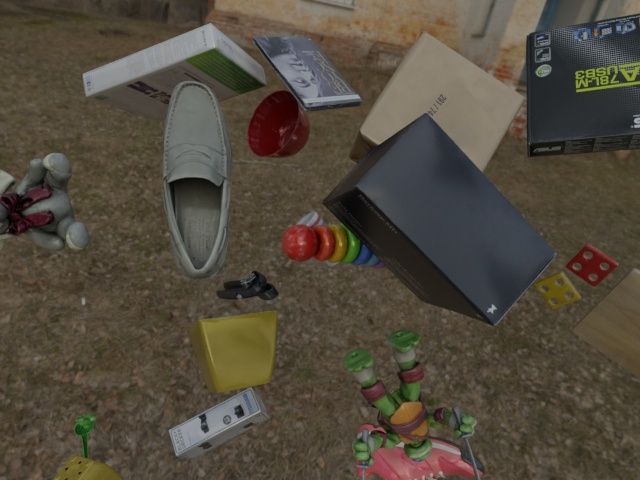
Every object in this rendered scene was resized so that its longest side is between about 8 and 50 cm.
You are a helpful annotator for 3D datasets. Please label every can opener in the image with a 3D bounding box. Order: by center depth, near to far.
[{"bbox_3d":[-0.170,0.107,0.930,0.186,0.073,0.059,-11,25,44],"label":"can opener"}]

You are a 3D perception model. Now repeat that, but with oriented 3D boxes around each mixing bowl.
[{"bbox_3d":[-0.094,-0.288,1.142,0.181,0.181,0.098,36,11,40],"label":"mixing bowl"}]

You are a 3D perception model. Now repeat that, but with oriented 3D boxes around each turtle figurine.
[{"bbox_3d":[0.153,0.312,0.742,0.198,0.266,0.275,-16,14,28],"label":"turtle figurine"}]

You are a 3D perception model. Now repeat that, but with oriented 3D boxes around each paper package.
[{"bbox_3d":[0.280,-0.281,1.081,0.310,0.324,0.168,33,-12,1],"label":"paper package"}]

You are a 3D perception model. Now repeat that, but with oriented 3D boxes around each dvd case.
[{"bbox_3d":[-0.027,-0.369,0.950,0.165,0.018,0.221,-19,67,-38],"label":"dvd case"}]

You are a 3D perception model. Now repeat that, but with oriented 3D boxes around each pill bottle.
[{"bbox_3d":[0.000,0.000,1.486,0.180,0.108,0.108,48,19,-18],"label":"pill bottle"}]

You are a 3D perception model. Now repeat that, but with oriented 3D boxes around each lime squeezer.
[{"bbox_3d":[-0.764,0.611,1.407,0.059,0.310,0.110,7,39,-27],"label":"lime squeezer"}]

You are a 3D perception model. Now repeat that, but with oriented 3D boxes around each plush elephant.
[{"bbox_3d":[-0.851,-0.086,1.222,0.255,0.271,0.330,-17,11,-43],"label":"plush elephant"}]

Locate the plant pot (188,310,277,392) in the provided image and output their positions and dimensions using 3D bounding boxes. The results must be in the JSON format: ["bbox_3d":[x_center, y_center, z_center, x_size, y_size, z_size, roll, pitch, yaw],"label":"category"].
[{"bbox_3d":[-0.237,0.313,1.205,0.212,0.212,0.187,-2,74,-25],"label":"plant pot"}]

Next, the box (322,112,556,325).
[{"bbox_3d":[0.206,-0.032,0.865,0.343,0.179,0.312,44,-6,-8],"label":"box"}]

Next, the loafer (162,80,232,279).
[{"bbox_3d":[-0.189,-0.098,0.678,0.112,0.319,0.111,-5,-3,-15],"label":"loafer"}]

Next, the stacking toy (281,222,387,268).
[{"bbox_3d":[0.057,0.010,1.095,0.330,0.141,0.141,-1,29,-33],"label":"stacking toy"}]

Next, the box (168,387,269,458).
[{"bbox_3d":[-0.329,0.609,1.442,0.290,0.169,0.087,-26,61,-9],"label":"box"}]

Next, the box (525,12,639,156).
[{"bbox_3d":[0.374,-0.205,0.570,0.191,0.184,0.045,1,-22,25],"label":"box"}]

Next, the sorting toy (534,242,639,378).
[{"bbox_3d":[0.450,0.113,0.609,0.275,0.132,0.046,38,40,22],"label":"sorting toy"}]

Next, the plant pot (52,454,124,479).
[{"bbox_3d":[-0.406,0.416,0.743,0.082,0.083,0.081,2,32,21],"label":"plant pot"}]

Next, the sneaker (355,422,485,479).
[{"bbox_3d":[0.227,0.543,1.043,0.314,0.116,0.136,-1,55,30],"label":"sneaker"}]

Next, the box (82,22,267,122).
[{"bbox_3d":[-0.314,-0.358,0.973,0.322,0.058,0.232,-10,-2,17],"label":"box"}]
